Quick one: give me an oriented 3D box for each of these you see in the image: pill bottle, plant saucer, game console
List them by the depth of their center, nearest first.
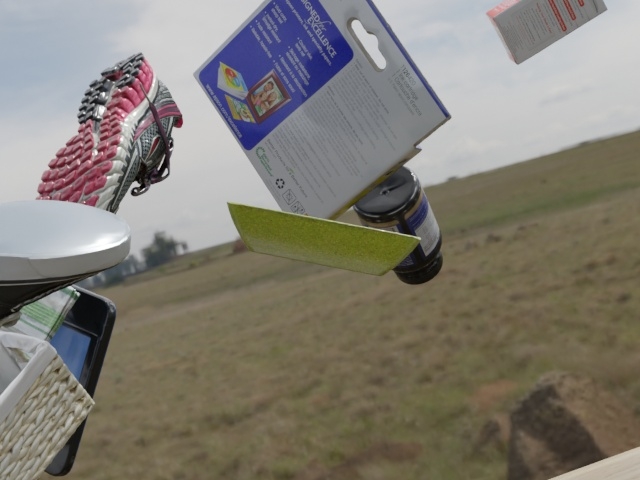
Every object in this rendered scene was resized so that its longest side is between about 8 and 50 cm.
[{"bbox_3d":[0.000,0.000,0.994,0.188,0.045,0.188,10,1,0],"label":"plant saucer"},{"bbox_3d":[-0.493,0.196,1.515,0.250,0.293,0.173,17,1,34],"label":"game console"},{"bbox_3d":[0.143,-0.021,1.698,0.122,0.123,0.219,-15,-42,14],"label":"pill bottle"}]

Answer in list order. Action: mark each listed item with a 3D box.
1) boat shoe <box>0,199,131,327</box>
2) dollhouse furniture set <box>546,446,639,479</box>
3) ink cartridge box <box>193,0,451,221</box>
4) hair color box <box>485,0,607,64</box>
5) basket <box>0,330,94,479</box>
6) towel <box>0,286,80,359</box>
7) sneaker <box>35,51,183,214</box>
[{"bbox_3d":[-0.330,0.041,0.906,0.306,0.105,0.113,-12,35,-23],"label":"boat shoe"},{"bbox_3d":[0.205,0.353,0.525,0.362,0.394,0.257,-18,-38,-5],"label":"dollhouse furniture set"},{"bbox_3d":[0.002,-0.208,1.371,0.307,0.304,0.072,-37,-9,30],"label":"ink cartridge box"},{"bbox_3d":[0.363,-0.369,1.553,0.167,0.093,0.053,-31,22,7],"label":"hair color box"},{"bbox_3d":[-0.338,0.192,1.016,0.113,0.103,0.167,5,47,42],"label":"basket"},{"bbox_3d":[-0.444,0.126,1.484,0.113,0.152,0.023,22,-13,34],"label":"towel"},{"bbox_3d":[-0.227,-0.092,1.114,0.120,0.112,0.299,-17,40,31],"label":"sneaker"}]
